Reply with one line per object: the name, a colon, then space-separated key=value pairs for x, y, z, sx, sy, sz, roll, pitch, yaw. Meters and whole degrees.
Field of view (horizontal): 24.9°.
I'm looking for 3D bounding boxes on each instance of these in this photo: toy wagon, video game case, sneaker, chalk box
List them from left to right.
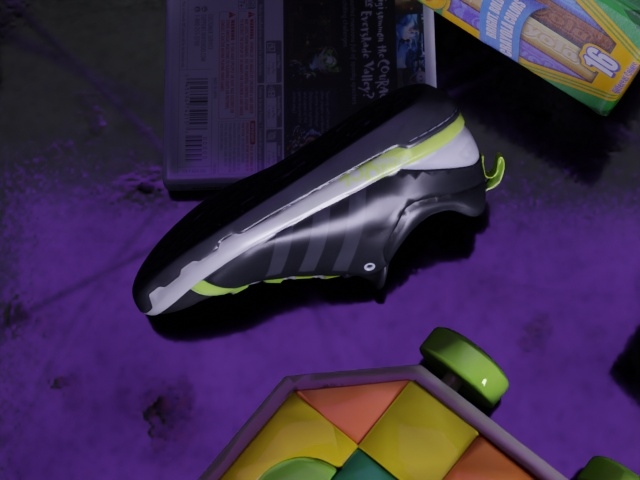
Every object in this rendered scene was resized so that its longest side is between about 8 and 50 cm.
video game case: x=-0.013 y=-0.125 z=0.929 sx=0.173 sy=0.022 sz=0.190 roll=-1 pitch=74 yaw=3
sneaker: x=0.000 y=0.000 z=0.860 sx=0.235 sy=0.084 sz=0.097 roll=-30 pitch=108 yaw=10
toy wagon: x=0.081 y=0.224 z=0.803 sx=0.344 sy=0.068 sz=0.267 roll=38 pitch=80 yaw=12
chalk box: x=0.129 y=-0.200 z=0.871 sx=0.213 sy=0.132 sz=0.132 roll=33 pitch=73 yaw=5
